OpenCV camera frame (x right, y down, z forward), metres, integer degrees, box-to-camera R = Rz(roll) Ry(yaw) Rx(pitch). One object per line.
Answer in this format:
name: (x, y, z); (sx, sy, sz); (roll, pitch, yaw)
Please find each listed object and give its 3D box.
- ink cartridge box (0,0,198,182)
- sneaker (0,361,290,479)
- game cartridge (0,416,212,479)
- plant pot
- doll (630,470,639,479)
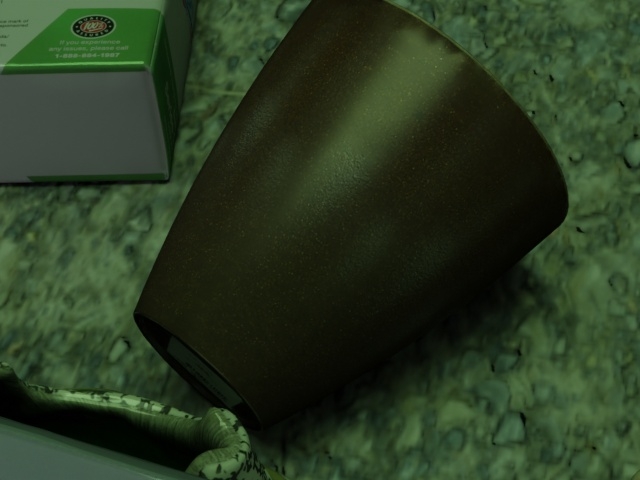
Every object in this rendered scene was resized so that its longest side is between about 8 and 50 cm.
ink cartridge box: (-0.203, -0.179, 1.244); (0.201, 0.117, 0.278); (-1, 46, 5)
sneaker: (-0.194, 0.118, 0.905); (0.410, 0.182, 0.158); (4, 46, 12)
game cartridge: (-0.141, 0.240, 0.763); (0.196, 0.060, 0.294); (14, 87, 20)
plant pot: (0.000, 0.000, 1.010); (0.215, 0.215, 0.230); (32, 72, 32)
doll: (0.208, 0.180, 0.897); (0.189, 0.046, 0.129); (-9, 44, -3)
